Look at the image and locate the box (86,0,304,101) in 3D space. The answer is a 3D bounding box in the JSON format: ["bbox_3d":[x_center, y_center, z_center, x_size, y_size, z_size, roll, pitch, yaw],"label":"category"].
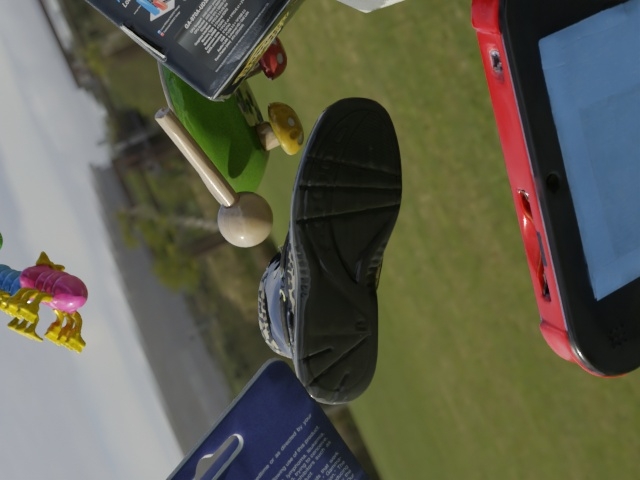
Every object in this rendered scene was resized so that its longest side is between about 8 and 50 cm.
[{"bbox_3d":[-0.055,-0.210,0.914,0.175,0.220,0.051,38,-172,2],"label":"box"}]

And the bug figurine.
[{"bbox_3d":[-0.323,0.014,1.619,0.216,0.072,0.279,17,164,43],"label":"bug figurine"}]

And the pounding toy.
[{"bbox_3d":[-0.072,-0.121,1.683,0.237,0.110,0.183,-96,-19,-60],"label":"pounding toy"}]

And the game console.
[{"bbox_3d":[0.297,-0.107,1.484,0.060,0.342,0.387,17,126,57],"label":"game console"}]

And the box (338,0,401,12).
[{"bbox_3d":[-0.029,-0.307,1.421,0.121,0.311,0.148,-11,72,46],"label":"box"}]

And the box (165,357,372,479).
[{"bbox_3d":[-0.018,0.174,0.886,0.036,0.136,0.225,15,145,47],"label":"box"}]

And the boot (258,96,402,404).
[{"bbox_3d":[-0.002,0.001,1.404,0.178,0.085,0.237,-157,71,-76],"label":"boot"}]
